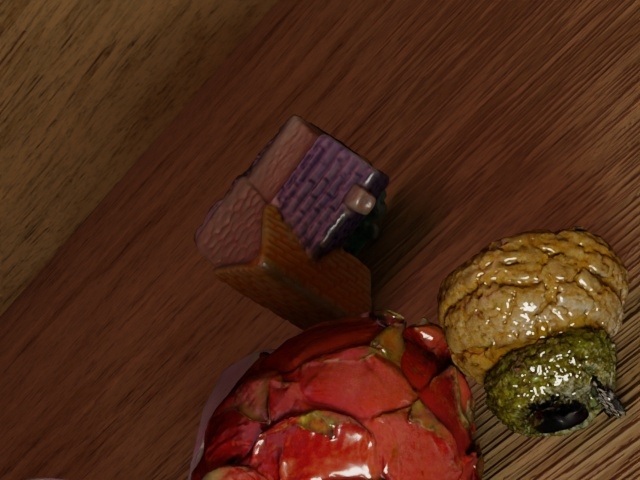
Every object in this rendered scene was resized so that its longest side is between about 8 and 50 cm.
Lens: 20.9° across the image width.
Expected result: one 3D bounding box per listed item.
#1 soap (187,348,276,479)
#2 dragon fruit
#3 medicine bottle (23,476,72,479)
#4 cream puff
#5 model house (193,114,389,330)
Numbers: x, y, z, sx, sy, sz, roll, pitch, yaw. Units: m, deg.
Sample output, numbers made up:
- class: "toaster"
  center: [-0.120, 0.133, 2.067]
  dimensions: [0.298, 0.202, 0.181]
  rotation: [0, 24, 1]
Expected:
- class: "soap"
  center: [-0.043, 0.238, 2.051]
  dimensions: [0.208, 0.115, 0.347]
  rotation: [-62, 19, -12]
- class: "dragon fruit"
  center: [0.015, 0.224, 1.685]
  dimensions: [0.277, 0.277, 0.342]
  rotation: [-43, 15, 37]
- class: "medicine bottle"
  center: [-0.380, 0.525, 2.287]
  dimensions: [0.219, 0.219, 0.388]
  rotation: [-34, 29, 51]
- class: "cream puff"
  center: [0.211, 0.100, 1.594]
  dimensions: [0.183, 0.183, 0.169]
  rotation: [-44, 45, 35]
- class: "model house"
  center: [0.000, 0.000, 2.210]
  dimensions: [0.237, 0.202, 0.237]
  rotation: [-49, 26, 3]
